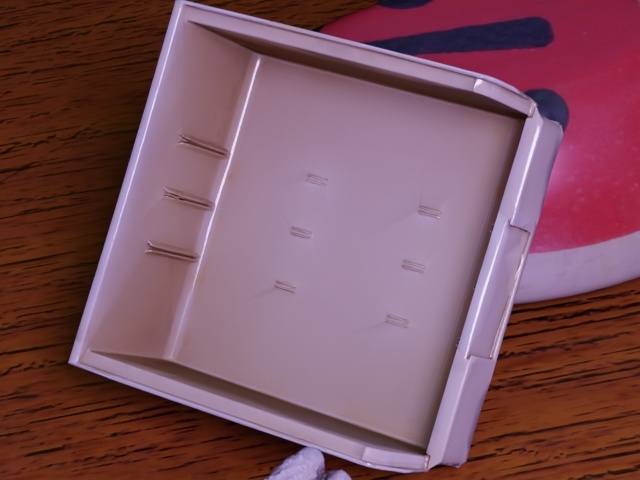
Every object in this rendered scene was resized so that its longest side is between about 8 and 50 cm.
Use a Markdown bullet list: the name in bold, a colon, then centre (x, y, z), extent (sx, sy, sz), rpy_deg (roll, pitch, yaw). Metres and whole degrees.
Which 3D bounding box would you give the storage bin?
- **storage bin**: centre (0.000, 0.000, 1.331), extent (0.260, 0.123, 0.262), rpy_deg (17, 90, 26)

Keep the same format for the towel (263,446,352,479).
- **towel**: centre (-0.103, 0.238, 1.131), extent (0.049, 0.187, 0.282), rpy_deg (44, 55, 8)

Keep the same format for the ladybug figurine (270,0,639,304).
- **ladybug figurine**: centre (0.121, -0.089, 1.499), extent (0.449, 0.162, 0.305), rpy_deg (-9, 40, -1)
